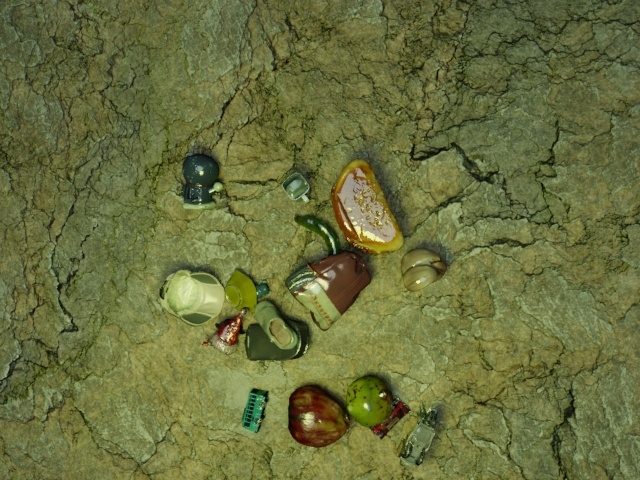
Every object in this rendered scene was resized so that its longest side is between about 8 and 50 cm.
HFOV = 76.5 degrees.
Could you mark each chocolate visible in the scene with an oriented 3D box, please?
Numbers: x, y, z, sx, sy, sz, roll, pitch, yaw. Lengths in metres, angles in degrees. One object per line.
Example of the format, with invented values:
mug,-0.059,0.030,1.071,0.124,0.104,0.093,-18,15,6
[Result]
chocolate,0.288,0.747,1.699,0.182,0.028,0.086,-44,87,2

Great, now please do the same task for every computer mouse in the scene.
computer mouse,-0.182,0.427,1.729,0.295,0.087,0.169,-7,71,18

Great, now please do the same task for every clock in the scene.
clock,-0.519,-0.253,1.762,0.199,0.146,0.244,7,96,11

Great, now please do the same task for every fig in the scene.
fig,-0.021,0.708,1.628,0.263,0.224,0.224,33,92,18

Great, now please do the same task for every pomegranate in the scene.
pomegranate,0.189,0.668,1.637,0.198,0.198,0.246,21,103,6

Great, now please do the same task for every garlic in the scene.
garlic,0.394,0.108,1.617,0.191,0.214,0.160,-35,75,15

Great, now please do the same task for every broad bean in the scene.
broad bean,0.000,0.000,1.741,0.144,0.049,0.292,-26,87,9

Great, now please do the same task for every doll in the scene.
doll,-0.263,0.213,1.765,0.083,0.050,0.076,-24,82,7

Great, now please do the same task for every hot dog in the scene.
hot dog,0.169,-0.116,1.657,0.223,0.185,0.406,-26,86,3

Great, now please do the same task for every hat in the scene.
hat,-0.552,0.237,1.753,0.274,0.161,0.232,12,88,-17
hat,-0.380,0.372,1.720,0.140,0.129,0.228,32,100,-3

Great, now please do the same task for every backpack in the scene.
backpack,0.047,0.171,1.647,0.317,0.197,0.283,-38,124,-5

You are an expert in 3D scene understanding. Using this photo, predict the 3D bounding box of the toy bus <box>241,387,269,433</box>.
toy bus,-0.279,0.725,1.736,0.091,0.079,0.160,12,89,6

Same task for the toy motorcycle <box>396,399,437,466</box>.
toy motorcycle,0.393,0.774,1.625,0.090,0.157,0.263,26,93,4

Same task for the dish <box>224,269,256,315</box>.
dish,-0.352,0.234,1.734,0.148,0.080,0.208,-18,91,30

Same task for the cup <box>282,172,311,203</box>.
cup,-0.086,-0.208,1.715,0.095,0.129,0.128,-39,85,5

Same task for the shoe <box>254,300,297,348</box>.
shoe,-0.195,0.340,1.661,0.103,0.100,0.251,-48,63,0
